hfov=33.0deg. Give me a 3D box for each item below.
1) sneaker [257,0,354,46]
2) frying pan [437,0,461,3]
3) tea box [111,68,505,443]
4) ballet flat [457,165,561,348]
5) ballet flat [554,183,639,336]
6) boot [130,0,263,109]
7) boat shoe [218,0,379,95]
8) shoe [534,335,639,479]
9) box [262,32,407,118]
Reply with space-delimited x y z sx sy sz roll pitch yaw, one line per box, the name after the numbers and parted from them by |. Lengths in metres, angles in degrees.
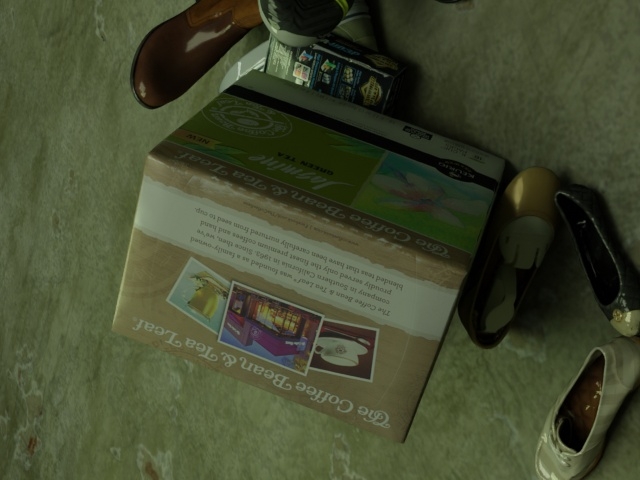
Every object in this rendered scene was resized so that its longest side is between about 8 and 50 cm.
-0.030 -0.378 1.336 0.147 0.145 0.385 126 149 -51 | sneaker
0.086 -0.409 1.292 0.326 0.053 0.197 47 150 33 | frying pan
0.000 0.000 1.180 0.328 0.323 0.220 20 118 6 | tea box
0.217 0.028 1.204 0.073 0.080 0.232 -92 13 -53 | ballet flat
0.289 0.022 1.136 0.057 0.049 0.173 -40 64 49 | ballet flat
-0.113 -0.288 1.479 0.280 0.264 0.096 0 128 53 | boot
-0.038 -0.227 1.478 0.302 0.109 0.094 -30 76 48 | boat shoe
0.279 0.188 1.169 0.076 0.058 0.219 49 131 37 | shoe
0.001 -0.157 1.405 0.175 0.051 0.220 25 125 16 | box
